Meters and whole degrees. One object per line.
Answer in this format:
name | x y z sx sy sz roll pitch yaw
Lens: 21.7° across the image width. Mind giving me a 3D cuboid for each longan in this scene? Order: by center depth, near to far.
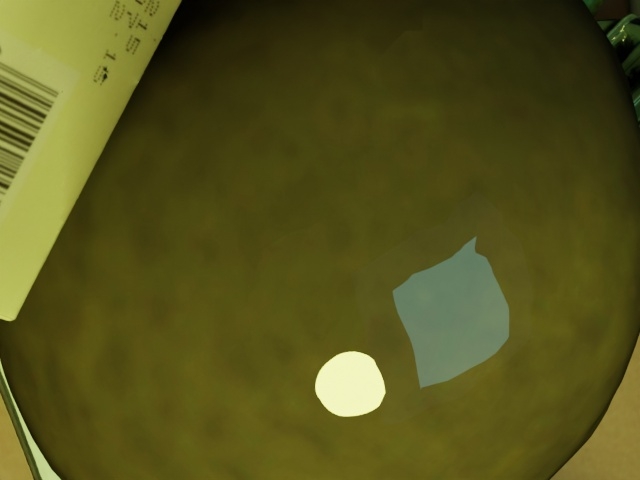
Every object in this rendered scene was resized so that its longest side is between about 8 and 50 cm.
longan | 0.004 0.001 0.713 0.297 0.297 0.297 -18 120 -34

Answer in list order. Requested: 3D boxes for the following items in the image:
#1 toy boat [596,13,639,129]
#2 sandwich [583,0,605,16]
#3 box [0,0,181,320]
toy boat | 0.178 -0.050 0.950 0.296 0.122 0.114 -48 155 2
sandwich | 0.087 -0.169 0.862 0.159 0.079 0.235 19 93 -33
box | -0.143 -0.103 0.628 0.095 0.168 0.212 26 91 -46
